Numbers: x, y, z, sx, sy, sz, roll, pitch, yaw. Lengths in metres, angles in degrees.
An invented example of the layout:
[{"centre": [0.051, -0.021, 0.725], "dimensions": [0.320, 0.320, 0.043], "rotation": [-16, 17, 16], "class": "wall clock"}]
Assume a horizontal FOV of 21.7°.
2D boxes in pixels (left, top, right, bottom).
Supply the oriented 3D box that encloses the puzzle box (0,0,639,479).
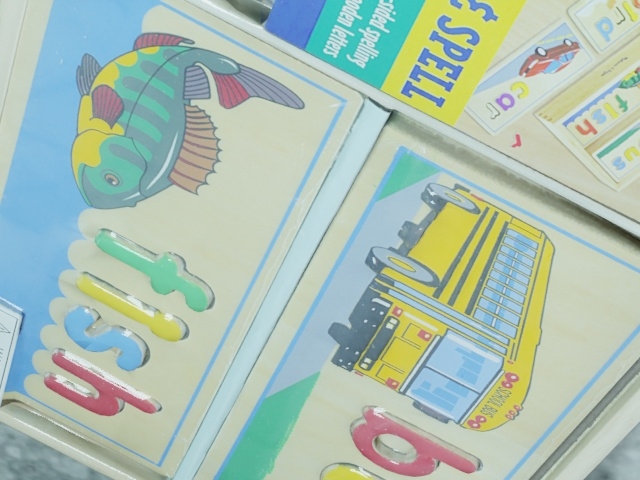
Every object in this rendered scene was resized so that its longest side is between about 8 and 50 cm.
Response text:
[{"centre": [0.000, 0.000, 0.627], "dimensions": [0.272, 0.052, 0.409], "rotation": [26, 142, -1], "class": "puzzle box"}]
